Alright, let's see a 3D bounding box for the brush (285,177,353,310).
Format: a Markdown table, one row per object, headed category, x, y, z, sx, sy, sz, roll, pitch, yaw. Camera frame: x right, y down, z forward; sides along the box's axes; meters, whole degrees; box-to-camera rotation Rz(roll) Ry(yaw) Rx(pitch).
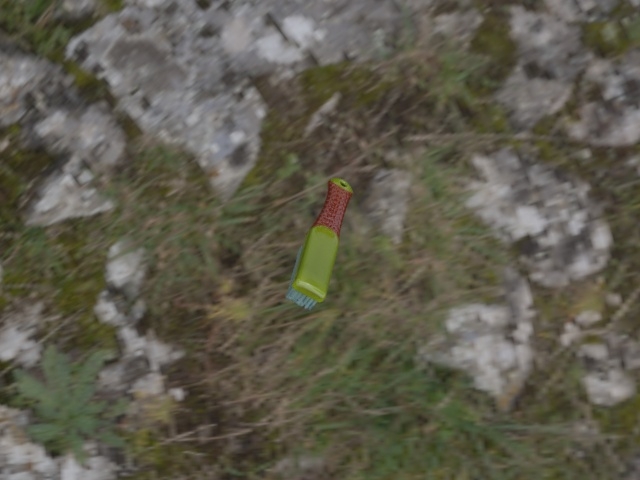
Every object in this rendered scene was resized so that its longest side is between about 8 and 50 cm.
| category | x | y | z | sx | sy | sz | roll | pitch | yaw |
| --- | --- | --- | --- | --- | --- | --- | --- | --- | --- |
| brush | 0.000 | 0.000 | 0.960 | 0.019 | 0.021 | 0.083 | 28 | 48 | -12 |
